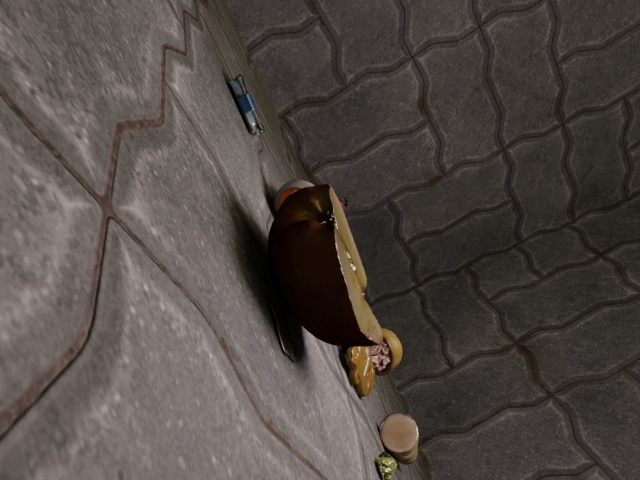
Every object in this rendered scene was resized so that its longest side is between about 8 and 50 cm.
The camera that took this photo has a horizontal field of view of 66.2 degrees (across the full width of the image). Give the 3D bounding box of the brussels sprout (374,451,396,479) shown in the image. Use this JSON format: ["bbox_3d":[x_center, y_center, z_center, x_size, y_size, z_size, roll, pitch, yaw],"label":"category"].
[{"bbox_3d":[0.192,0.655,1.432,0.085,0.058,0.085,159,-90,-78],"label":"brussels sprout"}]

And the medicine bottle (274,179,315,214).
[{"bbox_3d":[-0.064,-0.114,1.598,0.288,0.156,0.157,-13,80,-85],"label":"medicine bottle"}]

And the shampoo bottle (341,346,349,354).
[{"bbox_3d":[0.110,0.342,1.814,0.246,0.080,0.079,-89,156,-77],"label":"shampoo bottle"}]

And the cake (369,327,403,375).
[{"bbox_3d":[0.232,0.483,2.065,0.178,0.185,0.208,-27,122,-44],"label":"cake"}]

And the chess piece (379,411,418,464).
[{"bbox_3d":[0.307,0.753,1.832,0.261,0.142,0.143,67,3,-49],"label":"chess piece"}]

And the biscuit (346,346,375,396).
[{"bbox_3d":[0.142,0.427,1.659,0.184,0.035,0.249,-61,141,-50],"label":"biscuit"}]

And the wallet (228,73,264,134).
[{"bbox_3d":[-0.260,-0.477,1.739,0.141,0.059,0.202,-125,-168,-81],"label":"wallet"}]

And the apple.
[{"bbox_3d":[0.028,0.055,1.104,0.328,0.295,0.365,27,-25,39],"label":"apple"}]

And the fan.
[{"bbox_3d":[-0.087,0.147,1.020,0.132,0.009,0.220,62,8,-66],"label":"fan"}]

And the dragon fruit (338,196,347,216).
[{"bbox_3d":[0.003,-0.122,2.372,0.148,0.218,0.224,26,-73,46],"label":"dragon fruit"}]
